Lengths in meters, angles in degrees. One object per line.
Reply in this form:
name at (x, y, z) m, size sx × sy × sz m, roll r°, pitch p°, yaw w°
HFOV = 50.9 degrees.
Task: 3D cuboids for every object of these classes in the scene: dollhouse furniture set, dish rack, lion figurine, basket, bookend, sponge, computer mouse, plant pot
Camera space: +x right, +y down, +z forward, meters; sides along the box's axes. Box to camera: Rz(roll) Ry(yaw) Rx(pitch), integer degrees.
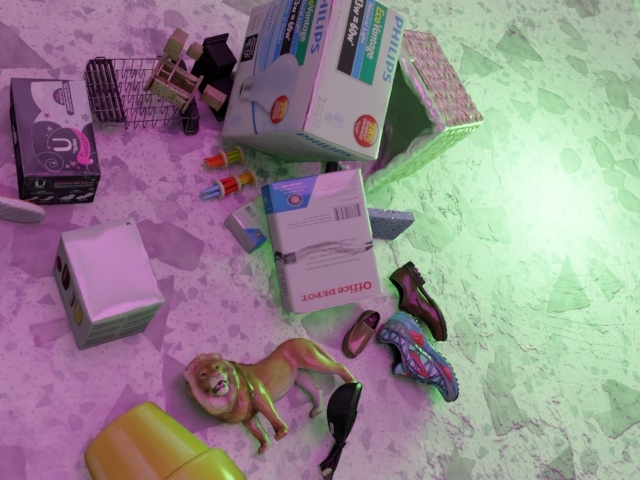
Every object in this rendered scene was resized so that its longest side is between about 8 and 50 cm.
dollhouse furniture set at (-0.305, -0.384, 1.610) m, size 0.182 × 0.161 × 0.101 m, roll 28°, pitch 54°, yaw -16°
dish rack at (-0.444, -0.363, 1.675) m, size 0.271 × 0.074 × 0.208 m, roll -9°, pitch 70°, yaw -27°
lion figurine at (-0.105, 0.308, 1.504) m, size 0.392 × 0.142 × 0.240 m, roll -21°, pitch 69°, yaw -47°
basket at (0.198, -0.348, 1.814) m, size 0.266 × 0.331 × 0.328 m, roll -15°, pitch 74°, yaw -49°
bookend at (-0.253, -0.422, 1.742) m, size 0.072 × 0.157 × 0.156 m, roll -26°, pitch 80°, yaw -33°
sponge at (0.132, -0.047, 1.780) m, size 0.210 × 0.117 × 0.031 m, roll 6°, pitch 62°, yaw -24°
computer mouse at (0.029, 0.411, 1.452) m, size 0.060 × 0.262 × 0.184 m, roll 20°, pitch 61°, yaw 11°
plant pot at (-0.308, 0.446, 1.266) m, size 0.254 × 0.254 × 0.239 m, roll -32°, pitch 69°, yaw -34°

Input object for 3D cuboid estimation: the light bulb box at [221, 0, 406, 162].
light bulb box at (-0.024, -0.388, 1.628) m, size 0.225 × 0.361 × 0.358 m, roll 15°, pitch 85°, yaw -37°

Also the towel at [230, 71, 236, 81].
towel at (-0.184, -0.393, 1.823) m, size 0.110 × 0.027 × 0.148 m, roll -17°, pitch 76°, yaw -55°

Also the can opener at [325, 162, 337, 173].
can opener at (0.024, -0.177, 1.823) m, size 0.073 × 0.059 × 0.186 m, roll 24°, pitch 59°, yaw -14°

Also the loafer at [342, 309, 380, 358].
loafer at (0.104, 0.227, 1.676) m, size 0.056 × 0.050 × 0.148 m, roll 36°, pitch 56°, yaw -7°

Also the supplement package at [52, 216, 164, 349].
supplement package at (-0.441, 0.091, 1.379) m, size 0.149 × 0.203 × 0.194 m, roll -15°, pitch 74°, yaw -31°

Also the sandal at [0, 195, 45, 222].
sandal at (-0.712, -0.101, 1.406) m, size 0.265 × 0.102 × 0.076 m, roll 15°, pitch 60°, yaw -30°

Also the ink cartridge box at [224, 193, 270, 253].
ink cartridge box at (-0.136, -0.059, 1.686) m, size 0.181 × 0.061 × 0.104 m, roll -35°, pitch 86°, yaw -34°

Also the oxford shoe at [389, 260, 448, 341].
oxford shoe at (0.253, 0.176, 1.770) m, size 0.096 × 0.083 × 0.227 m, roll -29°, pitch 81°, yaw -14°

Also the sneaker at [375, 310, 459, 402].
sneaker at (0.236, 0.312, 1.692) m, size 0.125 × 0.104 × 0.262 m, roll -35°, pitch 81°, yaw -17°

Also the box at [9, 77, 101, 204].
box at (-0.589, -0.219, 1.489) m, size 0.163 × 0.142 × 0.247 m, roll -5°, pitch 70°, yaw -28°

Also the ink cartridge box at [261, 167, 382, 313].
ink cartridge box at (0.000, 0.000, 1.604) m, size 0.223 × 0.129 × 0.308 m, roll -11°, pitch 93°, yaw -16°

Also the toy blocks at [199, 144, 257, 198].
toy blocks at (-0.248, -0.168, 1.687) m, size 0.148 × 0.054 × 0.123 m, roll -24°, pitch 80°, yaw -32°
